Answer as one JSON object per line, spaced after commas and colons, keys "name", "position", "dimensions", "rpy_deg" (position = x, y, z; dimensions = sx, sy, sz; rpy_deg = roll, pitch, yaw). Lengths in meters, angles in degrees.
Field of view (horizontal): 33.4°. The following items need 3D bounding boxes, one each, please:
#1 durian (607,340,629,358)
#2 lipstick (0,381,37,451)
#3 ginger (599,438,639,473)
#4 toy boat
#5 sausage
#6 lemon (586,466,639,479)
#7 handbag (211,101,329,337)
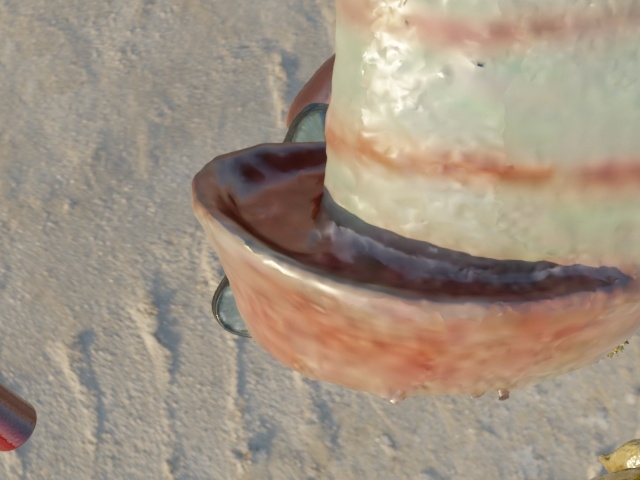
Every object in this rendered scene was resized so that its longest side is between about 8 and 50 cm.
{"name": "durian", "position": [0.428, 0.104, 1.686], "dimensions": [0.137, 0.158, 0.168], "rpy_deg": [23, 73, -40]}
{"name": "lipstick", "position": [-0.463, 0.196, 1.396], "dimensions": [0.080, 0.080, 0.241], "rpy_deg": [-48, 143, -16]}
{"name": "ginger", "position": [0.316, 0.246, 1.073], "dimensions": [0.044, 0.057, 0.137], "rpy_deg": [-23, 125, -11]}
{"name": "toy boat", "position": [0.053, -0.067, 0.358], "dimensions": [0.206, 0.096, 0.282], "rpy_deg": [3, 128, 6]}
{"name": "sausage", "position": [0.042, -0.233, 1.806], "dimensions": [0.148, 0.148, 0.254], "rpy_deg": [42, 80, -26]}
{"name": "lemon", "position": [0.113, 0.167, 0.347], "dimensions": [0.170, 0.170, 0.207], "rpy_deg": [46, 52, -25]}
{"name": "handbag", "position": [-0.002, 0.003, 1.354], "dimensions": [0.191, 0.075, 0.332], "rpy_deg": [22, 95, -17]}
